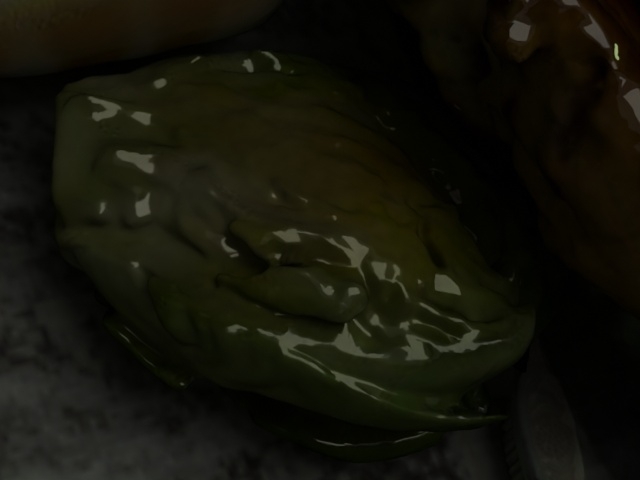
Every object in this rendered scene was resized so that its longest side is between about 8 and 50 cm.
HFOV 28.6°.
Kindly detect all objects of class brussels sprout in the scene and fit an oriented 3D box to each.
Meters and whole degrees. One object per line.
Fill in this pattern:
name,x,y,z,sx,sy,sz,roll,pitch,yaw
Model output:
brussels sprout,-0.002,0.001,0.423,0.181,0.100,0.139,11,56,-4

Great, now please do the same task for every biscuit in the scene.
biscuit,0.113,-0.069,0.486,0.289,0.081,0.334,34,31,-31

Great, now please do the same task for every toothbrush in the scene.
toothbrush,0.065,-0.031,0.526,0.025,0.029,0.307,-1,62,-15

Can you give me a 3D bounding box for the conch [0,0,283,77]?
conch,-0.092,-0.117,0.439,0.255,0.127,0.158,-27,76,-12
